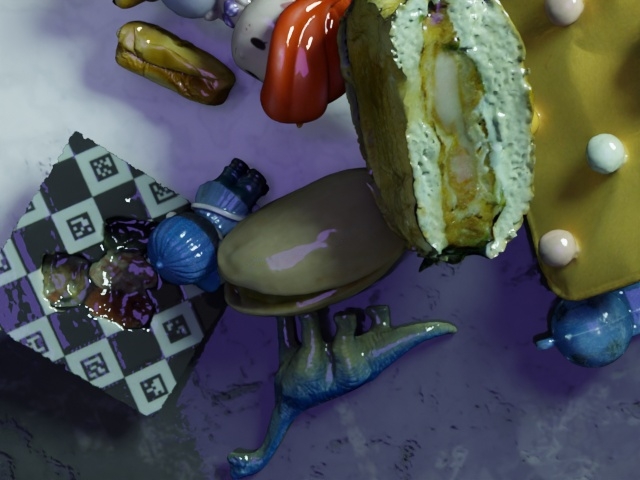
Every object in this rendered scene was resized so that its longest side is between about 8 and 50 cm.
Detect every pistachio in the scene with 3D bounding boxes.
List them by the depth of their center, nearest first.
[{"bbox_3d":[0.000,0.000,1.451,0.226,0.136,0.136,-26,87,-11],"label":"pistachio"}]

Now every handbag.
[{"bbox_3d":[0.280,-0.162,1.351,0.283,0.133,0.401,-21,85,46],"label":"handbag"}]

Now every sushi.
[{"bbox_3d":[-0.221,0.038,1.509,0.231,0.047,0.219,32,82,-11],"label":"sushi"}]

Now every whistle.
[{"bbox_3d":[0.294,0.082,1.445,0.158,0.090,0.090,-21,88,6],"label":"whistle"}]

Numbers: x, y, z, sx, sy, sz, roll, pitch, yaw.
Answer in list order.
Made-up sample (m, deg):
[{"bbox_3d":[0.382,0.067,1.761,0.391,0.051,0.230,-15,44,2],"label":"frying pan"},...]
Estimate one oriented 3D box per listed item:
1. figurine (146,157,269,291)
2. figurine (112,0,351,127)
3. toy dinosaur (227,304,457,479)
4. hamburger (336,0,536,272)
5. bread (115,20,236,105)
[{"bbox_3d":[-0.113,-0.015,1.474,0.086,0.087,0.149,37,76,9],"label":"figurine"},{"bbox_3d":[-0.056,-0.246,1.433,0.257,0.208,0.181,36,117,11],"label":"figurine"},{"bbox_3d":[0.022,0.160,1.496,0.248,0.075,0.188,-2,99,1],"label":"toy dinosaur"},{"bbox_3d":[0.102,-0.131,1.338,0.132,0.211,0.308,-18,119,-10],"label":"hamburger"},{"bbox_3d":[-0.153,-0.187,1.500,0.132,0.074,0.053,29,104,7],"label":"bread"}]
